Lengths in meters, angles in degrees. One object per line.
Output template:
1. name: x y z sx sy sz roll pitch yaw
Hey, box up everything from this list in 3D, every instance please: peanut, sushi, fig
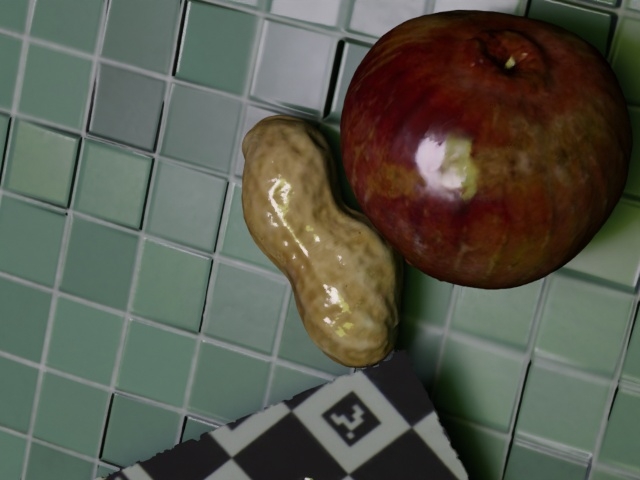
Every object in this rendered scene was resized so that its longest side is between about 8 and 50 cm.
1. peanut: 0.002 -0.001 1.214 0.089 0.089 0.193 -31 88 21
2. sushi: -0.010 0.290 1.239 0.320 0.069 0.339 -22 101 22
3. fig: 0.103 -0.055 1.123 0.205 0.205 0.205 3 100 19
